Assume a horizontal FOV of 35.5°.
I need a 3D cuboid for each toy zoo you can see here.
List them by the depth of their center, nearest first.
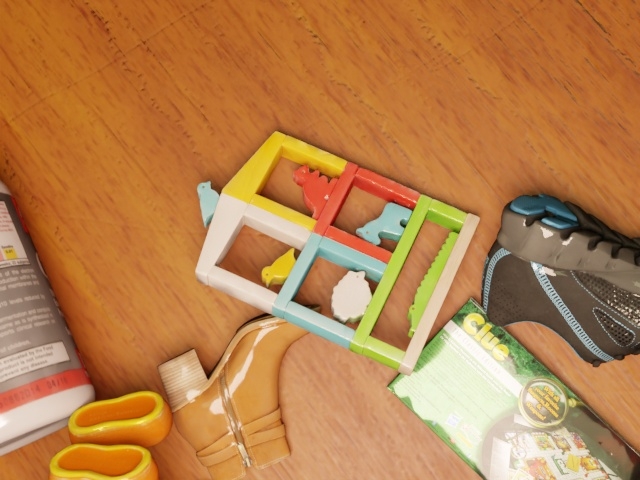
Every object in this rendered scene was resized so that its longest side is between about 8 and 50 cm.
[{"bbox_3d":[0.000,0.000,1.069,0.293,0.030,0.192,24,66,8],"label":"toy zoo"}]

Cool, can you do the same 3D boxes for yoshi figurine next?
[{"bbox_3d":[-0.149,0.346,1.003,0.203,0.203,0.362,16,120,47],"label":"yoshi figurine"}]

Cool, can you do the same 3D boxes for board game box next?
[{"bbox_3d":[0.210,0.197,1.061,0.259,0.030,0.136,44,94,9],"label":"board game box"}]

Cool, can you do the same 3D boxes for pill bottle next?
[{"bbox_3d":[-0.399,0.052,1.058,0.210,0.210,0.363,-25,83,4],"label":"pill bottle"}]

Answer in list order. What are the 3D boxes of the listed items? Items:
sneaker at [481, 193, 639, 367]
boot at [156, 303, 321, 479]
[{"bbox_3d":[0.333,0.067,1.030,0.340,0.125,0.140,21,115,6],"label":"sneaker"},{"bbox_3d":[-0.063,0.165,1.084,0.197,0.073,0.152,-26,90,3],"label":"boot"}]
